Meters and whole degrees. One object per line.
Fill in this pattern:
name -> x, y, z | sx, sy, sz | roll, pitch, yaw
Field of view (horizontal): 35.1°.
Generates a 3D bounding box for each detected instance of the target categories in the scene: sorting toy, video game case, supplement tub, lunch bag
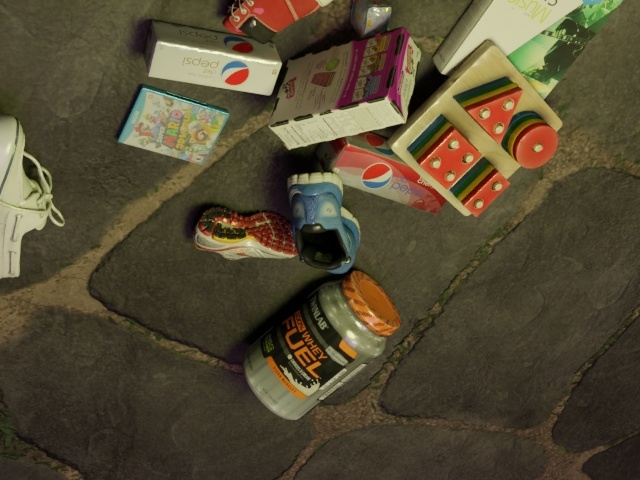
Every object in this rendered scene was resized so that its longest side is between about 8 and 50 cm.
sorting toy -> 0.299, -0.181, 1.834 | 0.255, 0.089, 0.257 | -45, 129, 10
video game case -> -0.259, -0.202, 1.785 | 0.166, 0.015, 0.119 | 14, 125, -28
supplement tub -> 0.003, 0.217, 2.127 | 0.316, 0.193, 0.193 | -42, 130, 19
lunch bag -> 0.084, -0.373, 1.706 | 0.053, 0.071, 0.083 | -4, 131, -20

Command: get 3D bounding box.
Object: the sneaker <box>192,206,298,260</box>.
sneaker -> -0.144, -0.006, 1.967 | 0.225, 0.088, 0.093 | 13, 146, -27

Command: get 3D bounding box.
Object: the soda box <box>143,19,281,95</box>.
soda box -> -0.179, -0.302, 1.680 | 0.216, 0.074, 0.069 | 5, 129, -22

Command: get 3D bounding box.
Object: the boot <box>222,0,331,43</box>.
boot -> -0.109, -0.419, 1.594 | 0.176, 0.088, 0.244 | -30, 136, 12

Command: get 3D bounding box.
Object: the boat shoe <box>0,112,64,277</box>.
boat shoe -> -0.519, -0.061, 1.745 | 0.156, 0.136, 0.367 | 7, 131, -23

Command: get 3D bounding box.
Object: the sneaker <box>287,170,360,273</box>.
sneaker -> 0.000, 0.000, 1.915 | 0.129, 0.147, 0.330 | -3, 156, 12

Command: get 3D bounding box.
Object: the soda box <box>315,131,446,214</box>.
soda box -> 0.127, -0.137, 1.917 | 0.263, 0.092, 0.083 | 16, 122, -29

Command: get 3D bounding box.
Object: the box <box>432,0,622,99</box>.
box -> 0.382, -0.395, 1.794 | 0.232, 0.058, 0.322 | 17, 125, -30

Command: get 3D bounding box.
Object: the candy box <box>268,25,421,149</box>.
candy box -> 0.040, -0.250, 1.679 | 0.233, 0.159, 0.071 | -8, 141, 32
